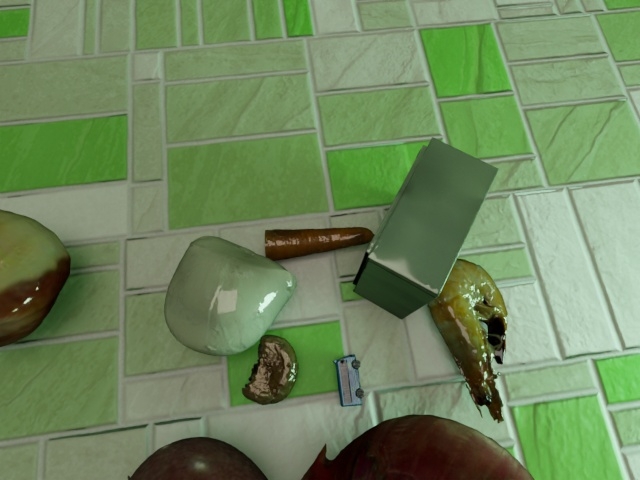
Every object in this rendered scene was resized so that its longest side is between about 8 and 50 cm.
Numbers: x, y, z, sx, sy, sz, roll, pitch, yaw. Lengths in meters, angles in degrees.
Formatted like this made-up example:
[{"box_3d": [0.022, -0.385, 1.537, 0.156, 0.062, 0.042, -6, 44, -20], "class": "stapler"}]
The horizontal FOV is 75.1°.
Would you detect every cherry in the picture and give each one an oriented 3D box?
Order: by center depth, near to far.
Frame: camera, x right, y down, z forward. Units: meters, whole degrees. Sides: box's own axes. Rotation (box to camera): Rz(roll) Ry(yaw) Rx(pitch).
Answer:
[{"box_3d": [-0.177, 0.399, 0.558, 0.285, 0.213, 0.236, 18, 102, 26], "class": "cherry"}]

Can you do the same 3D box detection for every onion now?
[{"box_3d": [0.129, 0.397, 0.527, 0.353, 0.353, 0.354, 1, 72, -2], "class": "onion"}]

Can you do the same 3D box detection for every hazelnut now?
[{"box_3d": [-0.541, 0.066, 0.639, 0.261, 0.261, 0.241, -14, 42, -6], "class": "hazelnut"}]

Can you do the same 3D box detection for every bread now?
[{"box_3d": [-0.079, 0.221, 0.704, 0.082, 0.060, 0.113, 21, 74, 5], "class": "bread"}]

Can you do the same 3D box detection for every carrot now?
[{"box_3d": [0.000, 0.000, 0.780, 0.209, 0.061, 0.061, -6, 72, -6], "class": "carrot"}]

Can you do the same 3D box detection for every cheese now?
[{"box_3d": [-0.159, 0.097, 0.694, 0.198, 0.154, 0.189, 22, 77, 9], "class": "cheese"}]

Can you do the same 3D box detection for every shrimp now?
[{"box_3d": [0.283, 0.163, 0.739, 0.152, 0.063, 0.287, -11, 73, -21], "class": "shrimp"}]

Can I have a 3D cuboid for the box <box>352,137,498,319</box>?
[{"box_3d": [0.157, -0.007, 0.700, 0.117, 0.225, 0.225, 29, 73, 7], "class": "box"}]

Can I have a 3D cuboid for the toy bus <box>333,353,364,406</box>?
[{"box_3d": [0.049, 0.240, 0.713, 0.046, 0.038, 0.083, -7, 72, -1], "class": "toy bus"}]
